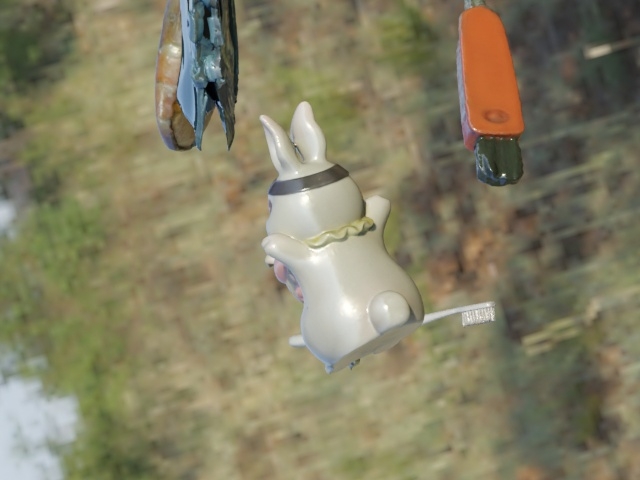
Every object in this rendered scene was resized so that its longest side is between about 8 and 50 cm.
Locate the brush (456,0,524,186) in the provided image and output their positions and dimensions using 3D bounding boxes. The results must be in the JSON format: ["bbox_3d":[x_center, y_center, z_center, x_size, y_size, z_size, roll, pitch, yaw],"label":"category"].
[{"bbox_3d":[0.197,-0.198,2.259,0.051,0.070,0.323,103,167,-57],"label":"brush"}]

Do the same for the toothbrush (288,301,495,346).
[{"bbox_3d":[0.074,0.093,2.015,0.018,0.257,0.024,11,-107,-56],"label":"toothbrush"}]

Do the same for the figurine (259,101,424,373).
[{"bbox_3d":[-0.008,0.004,1.111,0.098,0.081,0.146,-41,74,41],"label":"figurine"}]

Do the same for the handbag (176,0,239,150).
[{"bbox_3d":[-0.096,-0.200,1.603,0.144,0.057,0.221,-100,10,-65],"label":"handbag"}]

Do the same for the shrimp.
[{"bbox_3d":[-0.113,-0.207,1.801,0.143,0.052,0.251,-38,-36,-66],"label":"shrimp"}]
